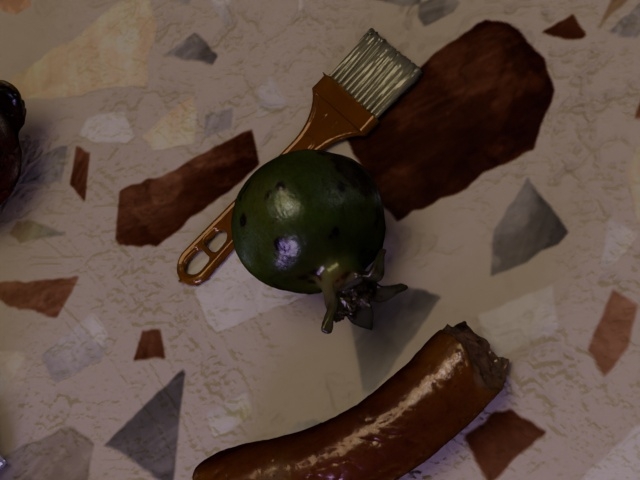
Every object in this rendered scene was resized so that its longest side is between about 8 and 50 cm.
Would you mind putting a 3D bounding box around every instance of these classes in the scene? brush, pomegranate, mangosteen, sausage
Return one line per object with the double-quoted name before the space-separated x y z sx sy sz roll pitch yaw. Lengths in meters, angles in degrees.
"brush" -0.032 -0.074 1.626 0.314 0.017 0.090 -47 51 2
"pomegranate" 0.004 -0.006 1.493 0.169 0.148 0.148 38 87 28
"mangosteen" -0.393 -0.107 1.776 0.166 0.166 0.180 -5 38 28
"sausage" 0.025 0.173 1.420 0.302 0.076 0.103 -31 45 11

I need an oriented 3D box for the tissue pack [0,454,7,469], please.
"tissue pack" -0.436 0.228 1.641 0.229 0.145 0.159 -32 20 11
